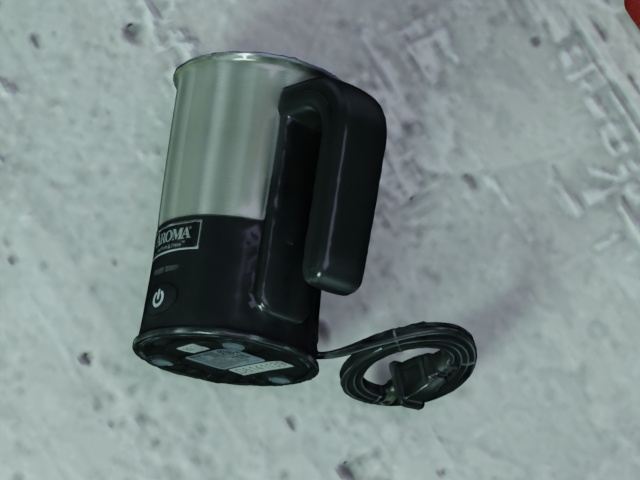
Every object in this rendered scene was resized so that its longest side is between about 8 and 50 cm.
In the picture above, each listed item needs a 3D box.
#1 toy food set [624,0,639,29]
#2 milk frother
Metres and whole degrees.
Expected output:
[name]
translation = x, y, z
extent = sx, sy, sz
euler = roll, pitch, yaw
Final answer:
[toy food set]
translation = 0.212, -0.160, 0.994
extent = 0.111, 0.104, 0.232
euler = -30, 83, -20
[milk frother]
translation = 0.000, 0.000, 0.910
extent = 0.143, 0.129, 0.135
euler = 31, 61, -50
